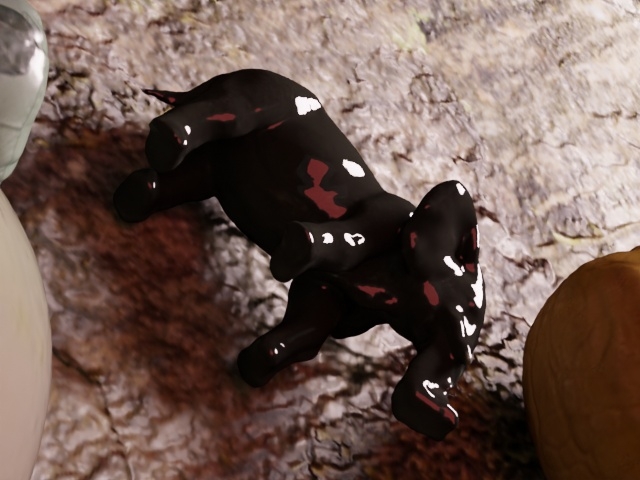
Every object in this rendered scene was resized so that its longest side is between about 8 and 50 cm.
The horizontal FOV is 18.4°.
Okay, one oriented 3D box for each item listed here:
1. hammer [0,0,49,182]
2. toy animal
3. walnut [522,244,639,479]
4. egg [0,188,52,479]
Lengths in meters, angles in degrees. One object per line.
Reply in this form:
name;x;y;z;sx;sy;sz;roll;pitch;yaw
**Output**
hammer;-0.203;0.015;0.818;0.206;0.119;0.335;14;57;-42
toy animal;0.004;-0.002;1.051;0.245;0.114;0.146;57;36;6
walnut;0.219;0.103;1.150;0.193;0.193;0.225;18;48;-39
egg;-0.232;0.051;0.588;0.345;0.283;0.283;-22;78;-55
